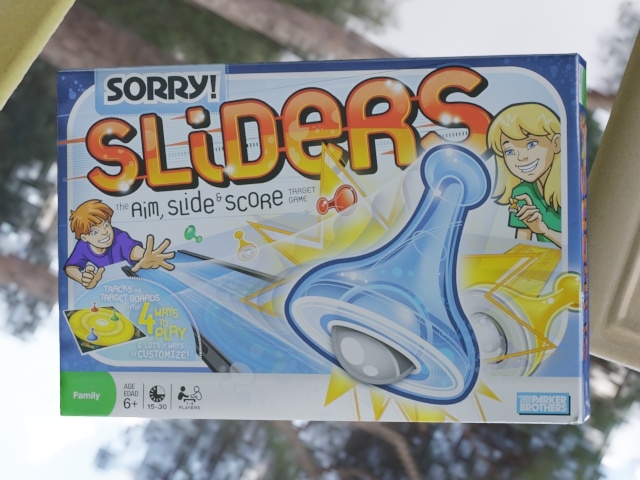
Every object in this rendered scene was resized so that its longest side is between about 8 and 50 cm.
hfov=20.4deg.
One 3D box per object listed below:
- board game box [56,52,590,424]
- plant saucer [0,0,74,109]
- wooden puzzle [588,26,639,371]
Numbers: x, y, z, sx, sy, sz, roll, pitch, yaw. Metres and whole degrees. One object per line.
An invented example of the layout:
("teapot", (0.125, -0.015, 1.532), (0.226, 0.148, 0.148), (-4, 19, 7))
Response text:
("board game box", (0.000, 0.000, 0.675), (0.035, 0.201, 0.136), (0, 88, -77))
("plant saucer", (-0.306, -0.186, 1.012), (0.081, 0.332, 0.333), (-13, -145, 30))
("wooden puzzle", (0.249, -0.020, 0.844), (0.044, 0.239, 0.221), (-4, 113, -72))
